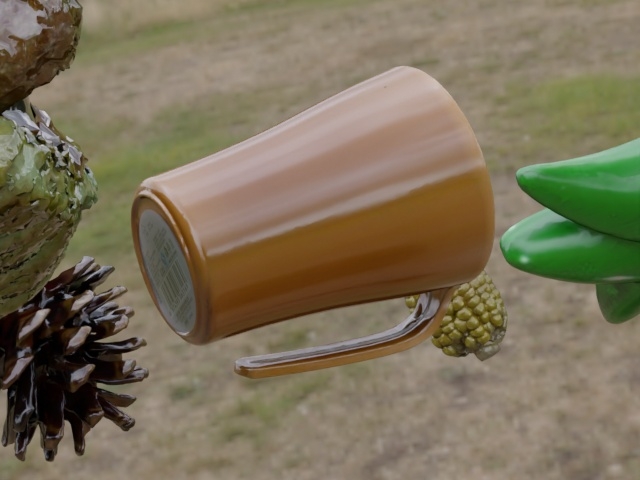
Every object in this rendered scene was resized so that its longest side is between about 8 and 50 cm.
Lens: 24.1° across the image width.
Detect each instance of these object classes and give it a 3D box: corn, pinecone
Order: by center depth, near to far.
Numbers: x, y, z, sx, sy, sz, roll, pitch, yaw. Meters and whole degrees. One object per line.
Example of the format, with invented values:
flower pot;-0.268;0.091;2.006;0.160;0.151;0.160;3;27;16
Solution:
corn;0.094;-0.006;1.617;0.097;0.320;0.097;-35;-4;-3
pinecone;-0.306;0.120;1.630;0.264;0.264;0.264;-9;15;2

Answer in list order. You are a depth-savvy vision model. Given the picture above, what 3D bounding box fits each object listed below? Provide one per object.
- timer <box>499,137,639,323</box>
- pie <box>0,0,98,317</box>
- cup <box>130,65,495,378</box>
timer;0.182;-0.044;0.451;0.285;0.285;0.285;-9;15;2
pie;-0.334;-0.014;0.977;0.395;0.180;0.418;-8;-22;-16
cup;0.000;0.000;1.168;0.264;0.226;0.182;-19;25;-24
